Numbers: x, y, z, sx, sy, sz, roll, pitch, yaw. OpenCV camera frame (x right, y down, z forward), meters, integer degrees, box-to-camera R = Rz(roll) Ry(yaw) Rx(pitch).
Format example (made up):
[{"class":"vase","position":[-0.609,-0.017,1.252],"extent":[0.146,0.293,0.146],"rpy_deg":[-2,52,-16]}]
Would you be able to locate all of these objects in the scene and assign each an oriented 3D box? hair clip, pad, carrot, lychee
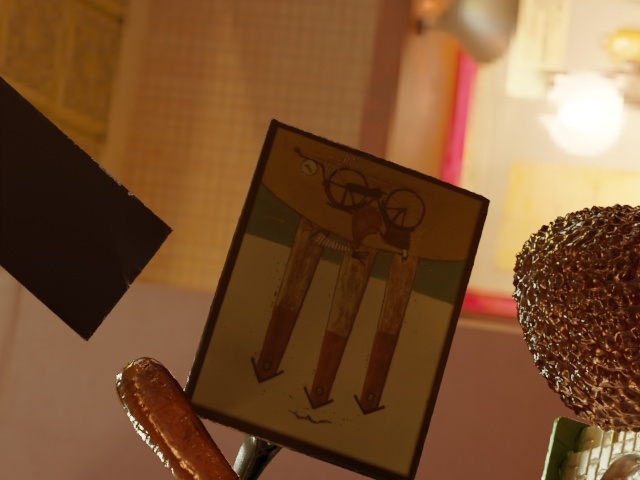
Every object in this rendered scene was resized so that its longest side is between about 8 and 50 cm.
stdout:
[{"class":"hair clip","position":[-0.088,0.290,2.105],"extent":[0.070,0.039,0.229],"rpy_deg":[11,-73,-27]},{"class":"pad","position":[-0.342,-0.073,2.100],"extent":[0.007,0.367,0.247],"rpy_deg":[-45,6,34]},{"class":"carrot","position":[-0.109,0.207,1.755],"extent":[0.059,0.248,0.059],"rpy_deg":[-33,-19,-13]},{"class":"lychee","position":[0.253,0.056,1.567],"extent":[0.194,0.194,0.194],"rpy_deg":[7,-90,-69]}]

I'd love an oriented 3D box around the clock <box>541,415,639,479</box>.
[{"class":"clock","position":[0.323,0.278,1.978],"extent":[0.255,0.106,0.220],"rpy_deg":[-33,39,64]}]

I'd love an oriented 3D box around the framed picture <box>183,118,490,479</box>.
[{"class":"framed picture","position":[0.020,0.060,1.923],"extent":[0.013,0.244,0.324],"rpy_deg":[127,161,-67]}]
